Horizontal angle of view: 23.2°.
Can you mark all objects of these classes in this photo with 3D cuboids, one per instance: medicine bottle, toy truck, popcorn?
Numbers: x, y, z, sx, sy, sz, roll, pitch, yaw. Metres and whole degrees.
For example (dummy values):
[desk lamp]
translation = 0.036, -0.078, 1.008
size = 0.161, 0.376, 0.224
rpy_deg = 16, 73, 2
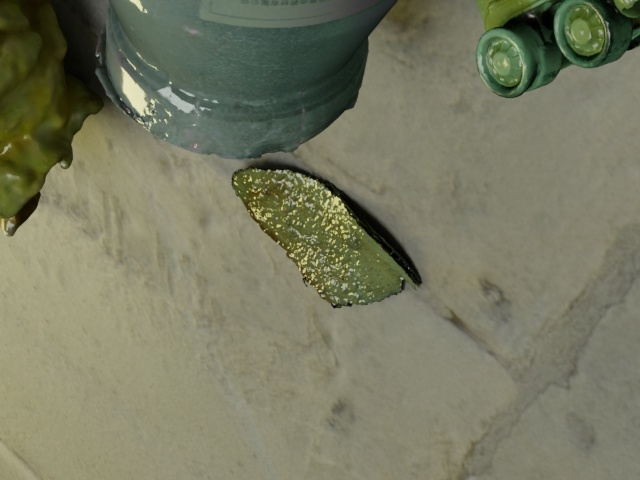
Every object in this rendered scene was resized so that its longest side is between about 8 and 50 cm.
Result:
[medicine bottle]
translation = -0.049, -0.221, 1.047
size = 0.245, 0.245, 0.290
rpy_deg = 38, 145, 19
[toy truck]
translation = 0.194, -0.184, 0.912
size = 0.259, 0.128, 0.135
rpy_deg = -14, 97, 54
[popcorn]
translation = -0.349, -0.138, 1.506
size = 0.257, 0.224, 0.270
rpy_deg = 19, 130, 28

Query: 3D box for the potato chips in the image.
[potato chips]
translation = 0.000, 0.000, 1.404
size = 0.209, 0.026, 0.142
rpy_deg = 14, 129, 39
